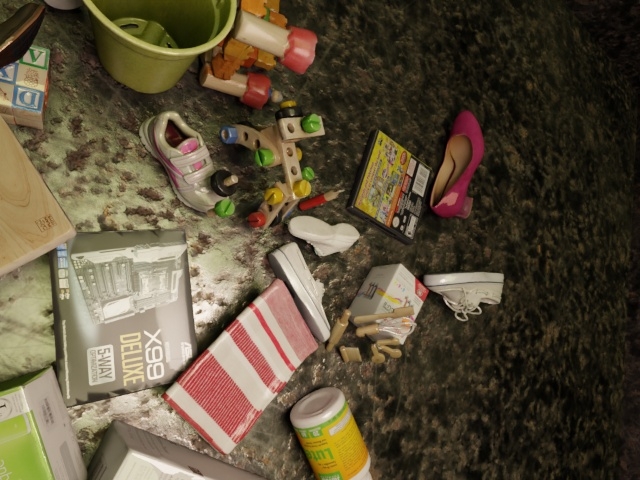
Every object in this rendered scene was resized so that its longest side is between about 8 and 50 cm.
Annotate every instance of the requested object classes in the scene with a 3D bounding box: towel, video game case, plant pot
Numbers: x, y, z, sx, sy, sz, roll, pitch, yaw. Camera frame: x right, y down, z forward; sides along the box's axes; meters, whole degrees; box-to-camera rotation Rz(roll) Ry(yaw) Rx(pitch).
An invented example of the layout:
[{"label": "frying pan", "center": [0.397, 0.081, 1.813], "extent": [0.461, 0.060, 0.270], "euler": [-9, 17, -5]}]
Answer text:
[{"label": "towel", "center": [-0.150, 0.274, 0.886], "extent": [0.329, 0.037, 0.237], "euler": [-46, 129, -29]}, {"label": "video game case", "center": [0.219, -0.161, 1.238], "extent": [0.248, 0.035, 0.275], "euler": [28, 69, -25]}, {"label": "plant pot", "center": [-0.339, -0.430, 0.801], "extent": [0.276, 0.254, 0.276], "euler": [6, 78, -29]}]

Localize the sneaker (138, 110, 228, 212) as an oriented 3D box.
[{"label": "sneaker", "center": [-0.287, -0.168, 0.878], "extent": [0.103, 0.111, 0.252], "euler": [-46, 106, -29]}]

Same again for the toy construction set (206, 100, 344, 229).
[{"label": "toy construction set", "center": [-0.055, -0.160, 0.904], "extent": [0.309, 0.237, 0.257], "euler": [17, 64, -48]}]

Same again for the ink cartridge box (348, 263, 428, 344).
[{"label": "ink cartridge box", "center": [0.180, 0.173, 1.104], "extent": [0.128, 0.127, 0.176], "euler": [43, 64, -20]}]

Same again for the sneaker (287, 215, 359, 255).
[{"label": "sneaker", "center": [0.000, 0.000, 1.046], "extent": [0.212, 0.094, 0.080], "euler": [10, 38, -35]}]

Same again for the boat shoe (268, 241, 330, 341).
[{"label": "boat shoe", "center": [-0.031, 0.124, 1.001], "extent": [0.084, 0.095, 0.258], "euler": [-31, 100, -27]}]

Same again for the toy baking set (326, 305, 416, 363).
[{"label": "toy baking set", "center": [0.125, 0.227, 1.007], "extent": [0.196, 0.256, 0.030], "euler": [10, 41, -6]}]

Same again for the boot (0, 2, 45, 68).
[{"label": "boot", "center": [-0.551, -0.331, 0.654], "extent": [0.106, 0.082, 0.219], "euler": [34, 68, -26]}]

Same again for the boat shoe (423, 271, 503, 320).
[{"label": "boat shoe", "center": [0.460, 0.178, 1.288], "extent": [0.367, 0.136, 0.156], "euler": [6, 82, -41]}]

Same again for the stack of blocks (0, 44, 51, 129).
[{"label": "stack of blocks", "center": [-0.642, -0.317, 0.695], "extent": [0.297, 0.087, 0.171], "euler": [7, 79, -31]}]

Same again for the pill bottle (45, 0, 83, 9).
[{"label": "pill bottle", "center": [-0.530, -0.564, 0.796], "extent": [0.103, 0.103, 0.184], "euler": [-17, 92, -33]}]

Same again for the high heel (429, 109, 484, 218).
[{"label": "high heel", "center": [0.438, -0.261, 1.329], "extent": [0.181, 0.127, 0.377], "euler": [8, 81, -41]}]

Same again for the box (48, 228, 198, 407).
[{"label": "box", "center": [-0.379, 0.136, 0.793], "extent": [0.242, 0.076, 0.307], "euler": [-3, 84, -32]}]

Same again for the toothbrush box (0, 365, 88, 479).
[{"label": "toothbrush box", "center": [-0.535, 0.343, 0.594], "extent": [0.283, 0.122, 0.206], "euler": [-16, 92, -14]}]

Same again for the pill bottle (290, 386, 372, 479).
[{"label": "pill bottle", "center": [0.035, 0.490, 0.957], "extent": [0.136, 0.136, 0.246], "euler": [-26, 96, -32]}]

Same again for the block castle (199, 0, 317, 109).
[{"label": "block castle", "center": [-0.123, -0.562, 0.933], "extent": [0.212, 0.303, 0.453], "euler": [7, 80, -33]}]

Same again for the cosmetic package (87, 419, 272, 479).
[{"label": "cosmetic package", "center": [-0.230, 0.495, 0.748], "extent": [0.385, 0.217, 0.156], "euler": [35, 66, -24]}]

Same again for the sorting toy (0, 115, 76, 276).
[{"label": "sorting toy", "center": [-0.569, -0.034, 0.655], "extent": [0.255, 0.089, 0.257], "euler": [-34, 79, -19]}]
